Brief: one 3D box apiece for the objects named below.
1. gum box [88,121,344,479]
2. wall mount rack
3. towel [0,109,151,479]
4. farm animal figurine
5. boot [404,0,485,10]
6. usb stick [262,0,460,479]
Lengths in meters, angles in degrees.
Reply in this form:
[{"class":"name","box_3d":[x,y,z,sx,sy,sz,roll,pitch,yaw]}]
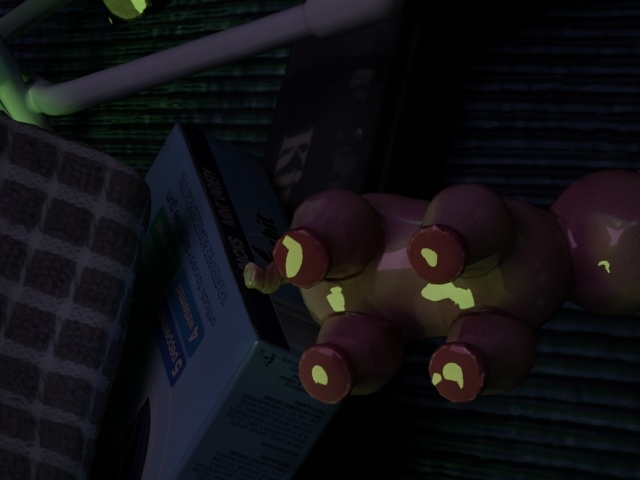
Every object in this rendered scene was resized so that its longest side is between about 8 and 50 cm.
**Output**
[{"class":"gum box","box_3d":[-0.065,0.073,0.676,0.184,0.041,0.157,-58,26,18]},{"class":"wall mount rack","box_3d":[-0.123,-0.163,0.741,0.130,0.350,0.304,-35,22,-12]},{"class":"towel","box_3d":[-0.192,0.040,0.571,0.121,0.284,0.235,-46,30,42]},{"class":"farm animal figurine","box_3d":[0.145,-0.055,0.472,0.330,0.172,0.327,49,124,5]},{"class":"boot","box_3d":[0.057,-0.231,0.667,0.094,0.207,0.246,12,61,12]},{"class":"usb stick","box_3d":[0.000,0.000,0.715,0.077,0.045,0.278,-7,62,45]}]
